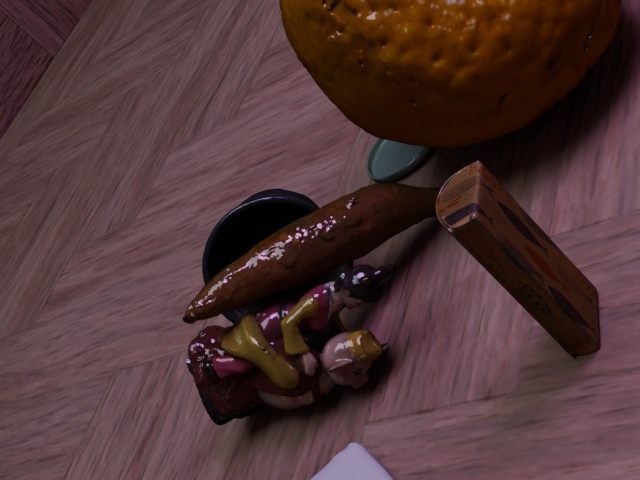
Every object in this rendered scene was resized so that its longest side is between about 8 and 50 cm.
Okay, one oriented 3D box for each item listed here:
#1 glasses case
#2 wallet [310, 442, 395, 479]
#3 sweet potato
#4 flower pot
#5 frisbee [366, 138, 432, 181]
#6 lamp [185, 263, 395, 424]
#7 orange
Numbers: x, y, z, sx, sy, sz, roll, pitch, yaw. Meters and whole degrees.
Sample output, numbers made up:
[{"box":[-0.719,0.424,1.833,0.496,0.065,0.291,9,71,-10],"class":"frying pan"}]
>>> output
[{"box":[0.154,0.019,0.807,0.041,0.170,0.064,-27,34,33],"class":"glasses case"},{"box":[0.036,0.237,0.837,0.095,0.033,0.190,-46,28,-2],"class":"wallet"},{"box":[0.000,0.000,1.022,0.314,0.072,0.066,-25,42,-23],"class":"sweet potato"},{"box":[-0.046,0.011,1.131,0.157,0.157,0.107,-40,17,13],"class":"flower pot"},{"box":[0.099,-0.111,1.224,0.110,0.014,0.110,-34,31,24],"class":"frisbee"},{"box":[-0.015,0.102,1.007,0.253,0.118,0.118,-22,36,33],"class":"lamp"},{"box":[0.125,-0.258,1.056,0.340,0.341,0.293,-48,2,-3],"class":"orange"}]
